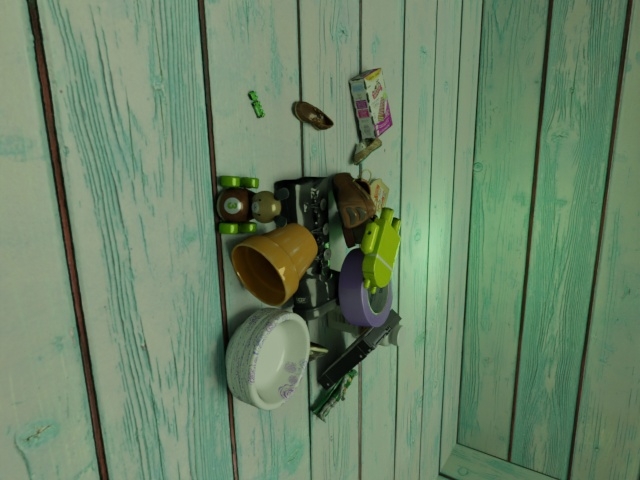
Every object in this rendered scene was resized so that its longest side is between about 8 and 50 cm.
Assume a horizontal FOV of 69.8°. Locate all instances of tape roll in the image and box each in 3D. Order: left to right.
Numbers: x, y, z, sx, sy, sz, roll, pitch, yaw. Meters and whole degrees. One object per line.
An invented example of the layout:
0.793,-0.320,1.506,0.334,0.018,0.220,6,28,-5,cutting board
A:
0.166,0.162,1.606,0.275,0.090,0.274,-1,91,-59,tape roll

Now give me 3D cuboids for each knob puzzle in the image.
0.227,-0.174,1.949,0.213,0.030,0.213,-19,113,-54,knob puzzle

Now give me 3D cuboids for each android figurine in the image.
0.198,0.038,1.498,0.248,0.056,0.272,36,68,-58,android figurine

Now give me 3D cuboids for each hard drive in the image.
0.145,0.413,1.738,0.237,0.064,0.339,-32,165,-49,hard drive

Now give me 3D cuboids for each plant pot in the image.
-0.113,0.049,1.297,0.188,0.205,0.205,-40,129,-37,plant pot

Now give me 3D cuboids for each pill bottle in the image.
0.247,0.380,1.934,0.118,0.208,0.117,-17,110,-54,pill bottle

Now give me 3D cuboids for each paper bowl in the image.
-0.165,0.338,1.351,0.284,0.148,0.284,-16,109,-55,paper bowl

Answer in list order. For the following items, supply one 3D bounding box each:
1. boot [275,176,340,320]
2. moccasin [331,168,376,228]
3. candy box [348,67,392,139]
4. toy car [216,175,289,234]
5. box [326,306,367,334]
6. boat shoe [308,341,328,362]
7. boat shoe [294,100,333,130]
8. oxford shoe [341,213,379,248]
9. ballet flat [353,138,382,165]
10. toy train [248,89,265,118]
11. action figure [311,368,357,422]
-0.001,0.000,1.562,0.367,0.146,0.445,-27,110,-64,boot
0.119,-0.159,1.564,0.380,0.147,0.139,-95,169,-73,moccasin
0.200,-0.530,1.780,0.159,0.071,0.233,-46,128,-44,candy box
-0.165,-0.090,1.221,0.149,0.188,0.155,-6,102,-56,toy car
0.144,0.255,1.806,0.232,0.149,0.126,-26,117,-51,box
-0.059,0.392,1.596,0.223,0.080,0.073,22,84,-51,boat shoe
-0.018,-0.409,1.496,0.178,0.060,0.064,14,85,-57,boat shoe
0.154,-0.052,1.674,0.348,0.130,0.123,-75,150,-73,oxford shoe
0.174,-0.362,1.813,0.067,0.073,0.206,55,43,-11,ballet flat
-0.180,-0.382,1.294,0.023,0.017,0.083,-46,134,-29,toy train
0.068,0.602,1.803,0.232,0.063,0.137,-50,151,-18,action figure
